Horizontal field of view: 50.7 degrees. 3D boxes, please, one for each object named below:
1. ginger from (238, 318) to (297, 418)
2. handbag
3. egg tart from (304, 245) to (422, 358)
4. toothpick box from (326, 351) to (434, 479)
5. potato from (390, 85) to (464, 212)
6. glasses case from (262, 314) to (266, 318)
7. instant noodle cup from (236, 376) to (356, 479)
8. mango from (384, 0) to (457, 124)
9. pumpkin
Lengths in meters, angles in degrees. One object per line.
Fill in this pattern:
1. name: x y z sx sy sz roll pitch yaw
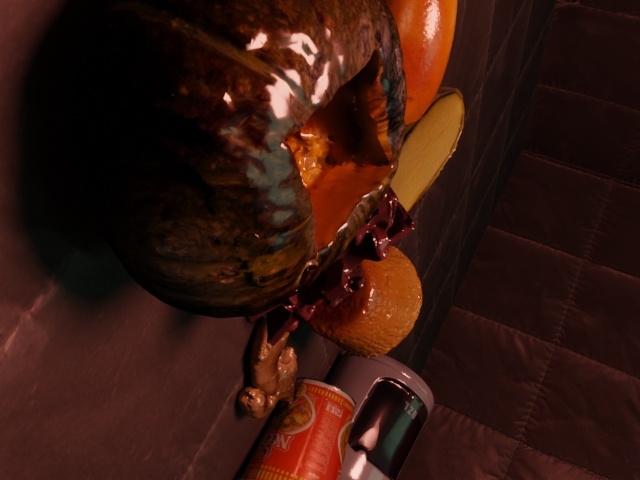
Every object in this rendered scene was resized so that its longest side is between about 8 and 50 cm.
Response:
1. ginger: -0.073 0.193 1.066 0.133 0.059 0.214 -27 134 -52
2. handbag: 0.002 0.002 0.771 0.203 0.074 0.216 -40 -158 8
3. egg tart: 0.050 0.088 1.119 0.147 0.202 0.202 21 90 -54
4. toothpick box: 0.064 0.441 1.464 0.354 0.263 0.263 -57 158 -31
5. potato: 0.149 -0.173 1.202 0.271 0.111 0.160 -52 143 -22
6. glasses case: -0.022 -0.024 0.936 0.113 0.075 0.297 -24 132 -64
7. instant noodle cup: -0.025 0.372 1.222 0.193 0.193 0.212 82 26 -56
8. mango: 0.122 -0.300 0.950 0.187 0.138 0.257 -65 171 -50
9. pumpkin: -0.052 -0.095 0.562 0.320 0.192 0.320 -38 138 -45
